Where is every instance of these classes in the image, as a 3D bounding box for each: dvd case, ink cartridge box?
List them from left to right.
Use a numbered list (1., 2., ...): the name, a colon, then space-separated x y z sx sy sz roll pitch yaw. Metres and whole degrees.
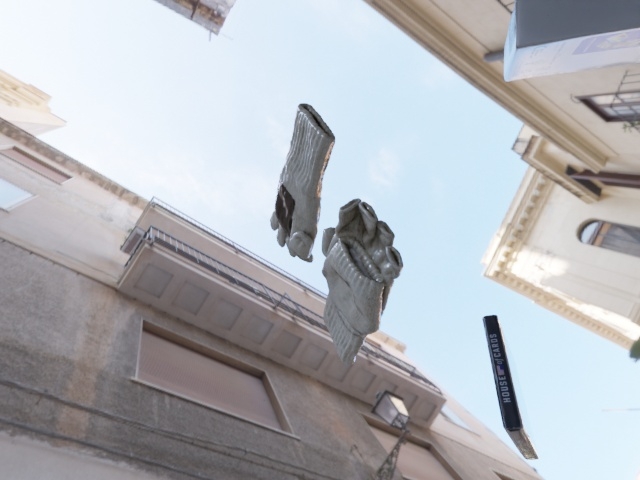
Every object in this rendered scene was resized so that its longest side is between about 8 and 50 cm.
1. dvd case: 0.330 0.260 0.705 0.030 0.179 0.238 -15 -41 23
2. ink cartridge box: 0.401 -0.257 0.476 0.333 0.165 0.065 1 -83 19

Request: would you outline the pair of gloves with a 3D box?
1. pair of gloves: 0.000 0.000 0.445 0.042 0.240 0.204 -13 -32 -22
